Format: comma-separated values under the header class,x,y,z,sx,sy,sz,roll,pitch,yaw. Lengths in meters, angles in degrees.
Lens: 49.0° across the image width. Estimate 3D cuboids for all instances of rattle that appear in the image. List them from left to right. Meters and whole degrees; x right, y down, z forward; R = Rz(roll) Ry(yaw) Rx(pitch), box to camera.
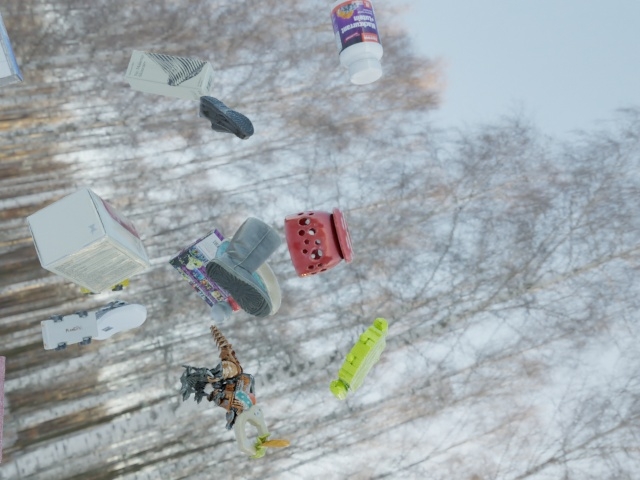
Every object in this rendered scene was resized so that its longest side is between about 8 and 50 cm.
class,x,y,z,sx,sy,sz,roll,pitch,yaw
rattle,-0.162,0.486,1.938,0.143,0.130,0.200,-44,-149,38

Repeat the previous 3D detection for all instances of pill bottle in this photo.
class,x,y,z,sx,sy,sz,roll,pitch,yaw
pill bottle,0.092,-0.485,1.709,0.108,0.108,0.194,142,-61,-64

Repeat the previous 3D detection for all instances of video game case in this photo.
class,x,y,z,sx,sy,sz,roll,pitch,yaw
video game case,-0.367,0.097,2.406,0.232,0.210,0.042,50,23,-21

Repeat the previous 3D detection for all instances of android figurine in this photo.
class,x,y,z,sx,sy,sz,roll,pitch,yaw
android figurine,0.111,0.323,1.916,0.056,0.248,0.273,32,-13,19

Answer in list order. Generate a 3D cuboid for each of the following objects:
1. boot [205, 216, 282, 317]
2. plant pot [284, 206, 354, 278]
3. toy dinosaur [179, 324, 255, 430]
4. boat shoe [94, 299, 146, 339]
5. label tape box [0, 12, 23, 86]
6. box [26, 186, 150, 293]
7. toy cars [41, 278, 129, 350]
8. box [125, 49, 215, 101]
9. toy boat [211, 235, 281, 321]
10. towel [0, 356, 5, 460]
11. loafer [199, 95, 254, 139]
class,x,y,z,sx,sy,sz,roll,pitch,yaw
boot,-0.144,0.056,1.591,0.189,0.208,0.076,45,-57,-2
plant pot,0.000,0.000,2.039,0.191,0.174,0.191,-14,90,-86
toy dinosaur,-0.315,0.439,2.224,0.164,0.218,0.322,67,11,-48
boat shoe,-0.691,0.250,2.386,0.301,0.108,0.102,-27,-133,39
label tape box,-1.063,-0.537,2.004,0.106,0.333,0.241,-171,-117,-77
box,-0.493,0.006,1.514,0.127,0.148,0.232,63,0,20
toy cars,-0.712,0.187,2.095,0.087,0.394,0.176,-8,-50,28
box,-0.502,-0.551,2.357,0.094,0.275,0.113,76,25,-73
toy boat,-0.246,0.149,2.135,0.267,0.148,0.318,50,-31,12
towel,-0.794,0.355,1.404,0.037,0.329,0.237,-6,-100,35
loafer,-0.289,-0.362,2.141,0.220,0.080,0.078,39,-59,26
